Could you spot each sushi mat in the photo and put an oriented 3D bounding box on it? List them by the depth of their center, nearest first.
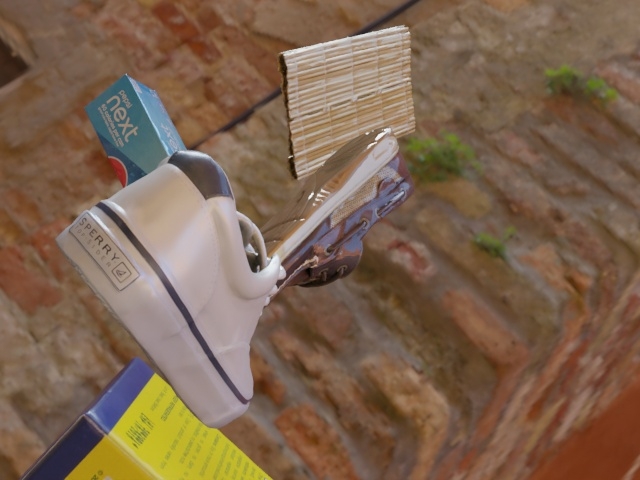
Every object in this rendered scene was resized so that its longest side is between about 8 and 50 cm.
[{"bbox_3d":[0.041,-0.183,1.390,0.019,0.316,0.151,7,-71,31],"label":"sushi mat"}]

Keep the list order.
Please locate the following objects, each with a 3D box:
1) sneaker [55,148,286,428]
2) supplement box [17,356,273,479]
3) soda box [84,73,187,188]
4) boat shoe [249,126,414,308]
[{"bbox_3d":[-0.060,0.035,0.604,0.094,0.091,0.258,50,-10,17],"label":"sneaker"},{"bbox_3d":[-0.119,0.312,0.985,0.356,0.195,0.194,43,8,-3],"label":"supplement box"},{"bbox_3d":[-0.195,-0.087,1.277,0.210,0.071,0.067,61,15,22],"label":"soda box"},{"bbox_3d":[0.000,0.000,1.082,0.092,0.285,0.103,51,-32,-15],"label":"boat shoe"}]
